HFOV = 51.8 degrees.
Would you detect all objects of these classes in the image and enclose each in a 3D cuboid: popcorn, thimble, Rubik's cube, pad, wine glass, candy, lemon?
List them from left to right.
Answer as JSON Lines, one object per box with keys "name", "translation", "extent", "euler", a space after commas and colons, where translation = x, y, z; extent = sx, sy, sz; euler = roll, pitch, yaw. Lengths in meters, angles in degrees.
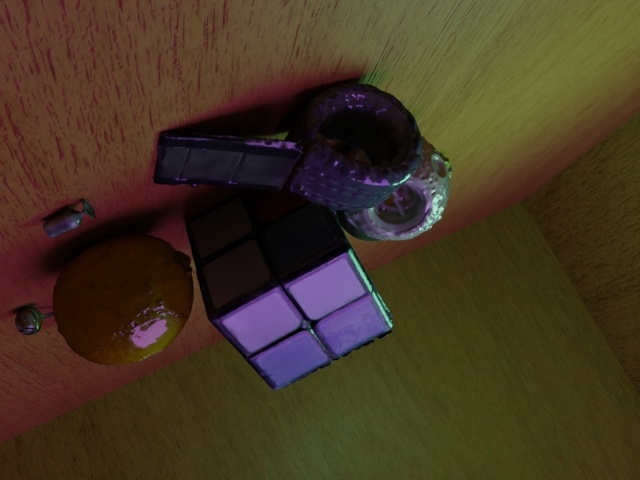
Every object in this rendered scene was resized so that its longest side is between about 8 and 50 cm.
{"name": "candy", "translation": [-0.629, 0.174, 1.526], "extent": [0.061, 0.061, 0.202], "euler": [-30, 177, 13]}
{"name": "wine glass", "translation": [-0.420, -0.034, 1.097], "extent": [0.083, 0.038, 0.042], "euler": [-26, -150, 2]}
{"name": "lemon", "translation": [-0.380, 0.112, 1.302], "extent": [0.311, 0.253, 0.253], "euler": [-30, 168, 9]}
{"name": "pad", "translation": [-0.160, -0.131, 1.119], "extent": [0.233, 0.022, 0.174], "euler": [1, 158, -17]}
{"name": "Rubik's cube", "translation": [-0.069, 0.076, 1.433], "extent": [0.316, 0.313, 0.318], "euler": [-27, 134, 1]}
{"name": "thimble", "translation": [0.053, -0.160, 1.201], "extent": [0.237, 0.205, 0.172], "euler": [-12, 163, -29]}
{"name": "popcorn", "translation": [0.351, -0.210, 1.978], "extent": [0.109, 0.089, 0.096], "euler": [-32, 136, -25]}

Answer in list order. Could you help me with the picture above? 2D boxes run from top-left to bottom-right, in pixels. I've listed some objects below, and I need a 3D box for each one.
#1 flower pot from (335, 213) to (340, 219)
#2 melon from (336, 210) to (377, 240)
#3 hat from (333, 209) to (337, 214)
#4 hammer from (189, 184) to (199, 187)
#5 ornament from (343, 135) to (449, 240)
{"name": "flower pot", "translation": [-0.045, -0.063, 1.658], "extent": [0.158, 0.106, 0.157], "euler": [-30, 169, -6]}
{"name": "melon", "translation": [0.139, -0.092, 1.751], "extent": [0.182, 0.182, 0.288], "euler": [-31, -178, 19]}
{"name": "hat", "translation": [-0.042, -0.036, 1.819], "extent": [0.175, 0.085, 0.147], "euler": [2, -125, 47]}
{"name": "hammer", "translation": [-0.138, -0.144, 1.299], "extent": [0.058, 0.029, 0.292], "euler": [-34, 169, 39]}
{"name": "ornament", "translation": [0.161, -0.128, 1.499], "extent": [0.260, 0.259, 0.225], "euler": [-31, -154, 17]}
